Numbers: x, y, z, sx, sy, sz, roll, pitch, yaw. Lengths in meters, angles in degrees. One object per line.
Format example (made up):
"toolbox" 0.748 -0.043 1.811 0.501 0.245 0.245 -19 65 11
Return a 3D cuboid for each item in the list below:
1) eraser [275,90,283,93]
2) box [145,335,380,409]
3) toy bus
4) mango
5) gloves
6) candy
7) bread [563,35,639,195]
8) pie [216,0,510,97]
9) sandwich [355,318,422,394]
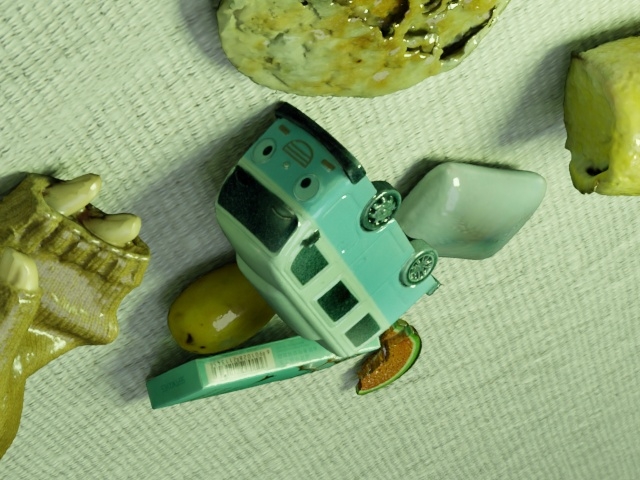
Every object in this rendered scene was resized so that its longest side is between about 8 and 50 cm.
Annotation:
"eraser" 0.001 -0.164 1.680 0.099 0.019 0.027 -16 147 -20
"box" -0.067 0.144 1.998 0.229 0.041 0.162 -11 172 -28
"toy bus" 0.000 0.000 1.772 0.165 0.133 0.271 -45 145 -6
"mango" -0.091 0.064 1.893 0.161 0.076 0.103 -35 150 -6
"gloves" -0.307 0.084 1.651 0.356 0.155 0.203 -53 164 11
"candy" 0.163 -0.030 1.963 0.174 0.071 0.138 5 136 -43
"bread" 0.354 -0.136 1.875 0.171 0.197 0.197 -7 145 -11
"pie" 0.063 -0.245 1.554 0.339 0.077 0.339 -20 148 -13
"sandwich" 0.087 0.149 2.209 0.067 0.029 0.135 5 137 -36
